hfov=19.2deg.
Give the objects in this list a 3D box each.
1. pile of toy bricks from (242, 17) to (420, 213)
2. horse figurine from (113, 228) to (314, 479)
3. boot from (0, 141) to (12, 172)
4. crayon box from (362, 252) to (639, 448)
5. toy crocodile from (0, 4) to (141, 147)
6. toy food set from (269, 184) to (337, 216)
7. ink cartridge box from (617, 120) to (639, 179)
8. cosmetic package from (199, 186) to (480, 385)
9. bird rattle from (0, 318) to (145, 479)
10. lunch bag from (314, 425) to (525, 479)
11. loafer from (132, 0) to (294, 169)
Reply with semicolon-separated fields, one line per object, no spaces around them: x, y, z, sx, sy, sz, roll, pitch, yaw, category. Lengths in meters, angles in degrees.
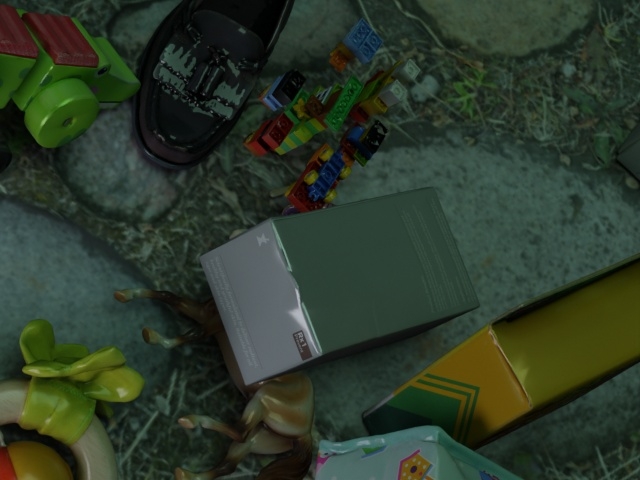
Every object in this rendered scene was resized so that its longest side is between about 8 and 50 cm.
-0.009;-0.111;1.757;0.118;0.105;0.212;46;52;-17;pile of toy bricks
-0.069;0.115;1.655;0.174;0.066;0.263;-8;68;-36;horse figurine
-0.405;-0.147;1.623;0.263;0.091;0.229;0;61;-30;boot
0.189;0.103;1.624;0.202;0.318;0.081;-22;79;-27;crayon box
-0.276;-0.155;1.602;0.340;0.105;0.115;0;48;-53;toy crocodile
0.000;0.000;1.761;0.078;0.019;0.122;-15;75;-26;toy food set
0.431;-0.079;1.926;0.212;0.093;0.154;41;61;0;ink cartridge box
0.020;0.037;1.658;0.238;0.107;0.127;-11;78;-47;cosmetic package
-0.258;0.177;1.531;0.253;0.143;0.207;-22;95;-25;bird rattle
0.103;0.303;1.597;0.262;0.160;0.223;37;51;-47;lunch bag
-0.085;-0.205;1.766;0.109;0.095;0.302;31;61;-8;loafer
